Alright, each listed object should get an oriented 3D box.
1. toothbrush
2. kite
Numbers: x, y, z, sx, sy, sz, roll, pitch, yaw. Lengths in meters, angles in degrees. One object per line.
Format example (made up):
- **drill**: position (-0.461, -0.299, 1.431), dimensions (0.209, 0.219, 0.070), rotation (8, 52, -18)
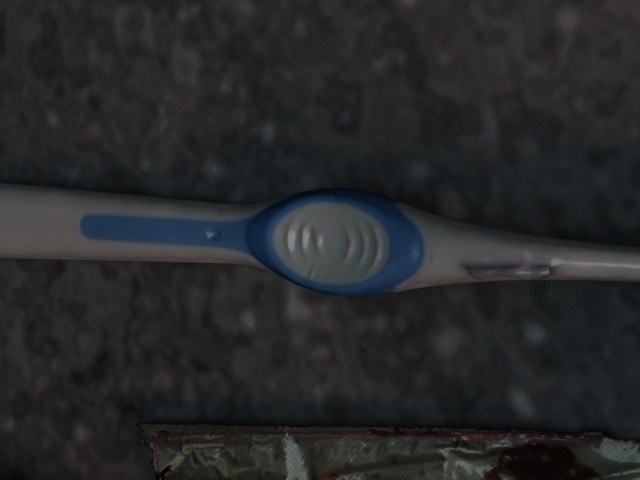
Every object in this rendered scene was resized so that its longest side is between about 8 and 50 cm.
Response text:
- **toothbrush**: position (-0.002, 0.000, 0.533), dimensions (0.386, 0.040, 0.040), rotation (3, 95, 30)
- **kite**: position (0.055, 0.156, 0.526), dimensions (0.323, 0.013, 0.268), rotation (47, 113, 20)
